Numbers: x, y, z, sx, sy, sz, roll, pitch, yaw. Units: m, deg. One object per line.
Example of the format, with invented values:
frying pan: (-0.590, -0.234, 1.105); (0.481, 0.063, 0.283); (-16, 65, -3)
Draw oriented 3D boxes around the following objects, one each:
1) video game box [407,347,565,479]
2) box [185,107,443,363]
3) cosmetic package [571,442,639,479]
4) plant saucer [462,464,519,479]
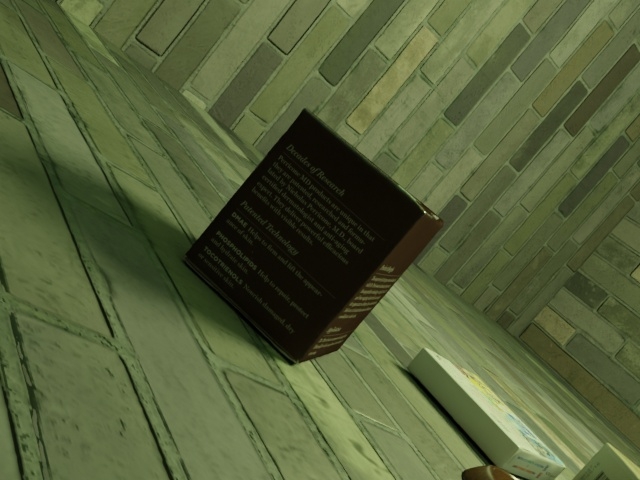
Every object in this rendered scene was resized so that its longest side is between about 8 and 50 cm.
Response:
video game box: (0.240, 0.255, 1.135); (0.187, 0.048, 0.205); (29, 13, -47)
box: (0.000, 0.000, 0.850); (0.167, 0.203, 0.168); (41, 7, 14)
cosmetic package: (0.499, 0.439, 1.084); (0.309, 0.113, 0.160); (38, 7, -7)
plant saucer: (0.229, 0.305, 0.858); (0.168, 0.029, 0.168); (40, 7, -6)
